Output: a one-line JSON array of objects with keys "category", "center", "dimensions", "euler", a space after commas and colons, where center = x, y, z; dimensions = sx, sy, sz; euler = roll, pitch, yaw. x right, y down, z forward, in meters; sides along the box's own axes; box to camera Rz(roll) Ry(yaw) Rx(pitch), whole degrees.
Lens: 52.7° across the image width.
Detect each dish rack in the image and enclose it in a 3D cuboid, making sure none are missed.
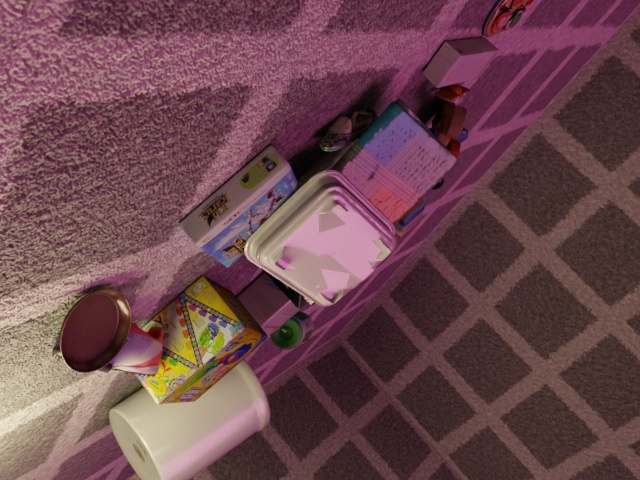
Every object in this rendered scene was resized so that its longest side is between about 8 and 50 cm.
[{"category": "dish rack", "center": [0.020, 0.018, 1.496], "dimensions": [0.285, 0.072, 0.333], "euler": [-43, 136, 8]}]

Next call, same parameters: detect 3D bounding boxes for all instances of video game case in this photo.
[{"category": "video game case", "center": [-0.155, -0.062, 1.386], "dimensions": [0.244, 0.061, 0.269], "euler": [-41, 166, -4]}]

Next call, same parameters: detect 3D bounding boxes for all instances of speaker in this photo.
[{"category": "speaker", "center": [-0.103, 0.332, 2.404], "dimensions": [0.131, 0.131, 0.296], "euler": [-43, 173, 4]}]

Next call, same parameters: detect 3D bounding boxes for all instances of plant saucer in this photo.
[{"category": "plant saucer", "center": [-0.436, 0.170, 1.241], "dimensions": [0.168, 0.029, 0.169], "euler": [-37, 134, -50]}]

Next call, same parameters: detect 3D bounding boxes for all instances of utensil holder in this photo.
[{"category": "utensil holder", "center": [-0.406, 0.546, 2.001], "dimensions": [0.385, 0.328, 0.328], "euler": [-30, 162, -34]}]

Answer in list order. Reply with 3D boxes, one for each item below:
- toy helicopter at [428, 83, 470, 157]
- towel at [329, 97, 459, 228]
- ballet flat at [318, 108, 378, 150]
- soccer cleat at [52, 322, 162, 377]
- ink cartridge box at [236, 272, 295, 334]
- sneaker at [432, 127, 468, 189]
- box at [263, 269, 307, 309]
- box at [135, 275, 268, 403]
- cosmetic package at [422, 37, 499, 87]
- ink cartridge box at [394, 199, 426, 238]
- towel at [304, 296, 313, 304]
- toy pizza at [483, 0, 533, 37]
[{"category": "toy helicopter", "center": [0.352, -0.329, 1.767], "dimensions": [0.355, 0.140, 0.235], "euler": [-79, -173, -84]}, {"category": "towel", "center": [0.125, -0.125, 1.510], "dimensions": [0.370, 0.040, 0.271], "euler": [-45, 133, 11]}, {"category": "ballet flat", "center": [0.064, -0.254, 1.441], "dimensions": [0.188, 0.070, 0.070], "euler": [-31, 163, -44]}, {"category": "soccer cleat", "center": [-0.451, 0.226, 1.401], "dimensions": [0.318, 0.108, 0.117], "euler": [36, 65, -64]}, {"category": "ink cartridge box", "center": [-0.100, 0.146, 2.018], "dimensions": [0.306, 0.131, 0.226], "euler": [-40, 167, 1]}, {"category": "sneaker", "center": [0.363, -0.242, 2.099], "dimensions": [0.330, 0.147, 0.130], "euler": [-41, 166, -8]}, {"category": "box", "center": [0.000, 0.000, 1.759], "dimensions": [0.294, 0.183, 0.296], "euler": [-40, 166, -16]}, {"category": "box", "center": [-0.320, 0.266, 1.687], "dimensions": [0.279, 0.177, 0.290], "euler": [-41, 166, -3]}, {"category": "cosmetic package", "center": [0.355, -0.450, 1.623], "dimensions": [0.239, 0.060, 0.099], "euler": [-25, 156, -50]}, {"category": "ink cartridge box", "center": [0.200, -0.089, 1.732], "dimensions": [0.078, 0.134, 0.231], "euler": [-42, 168, -6]}, {"category": "towel", "center": [0.043, 0.099, 1.740], "dimensions": [0.144, 0.029, 0.197], "euler": [-48, 168, 22]}, {"category": "toy pizza", "center": [0.494, -0.593, 1.637], "dimensions": [0.201, 0.032, 0.201], "euler": [-40, 166, -12]}]
